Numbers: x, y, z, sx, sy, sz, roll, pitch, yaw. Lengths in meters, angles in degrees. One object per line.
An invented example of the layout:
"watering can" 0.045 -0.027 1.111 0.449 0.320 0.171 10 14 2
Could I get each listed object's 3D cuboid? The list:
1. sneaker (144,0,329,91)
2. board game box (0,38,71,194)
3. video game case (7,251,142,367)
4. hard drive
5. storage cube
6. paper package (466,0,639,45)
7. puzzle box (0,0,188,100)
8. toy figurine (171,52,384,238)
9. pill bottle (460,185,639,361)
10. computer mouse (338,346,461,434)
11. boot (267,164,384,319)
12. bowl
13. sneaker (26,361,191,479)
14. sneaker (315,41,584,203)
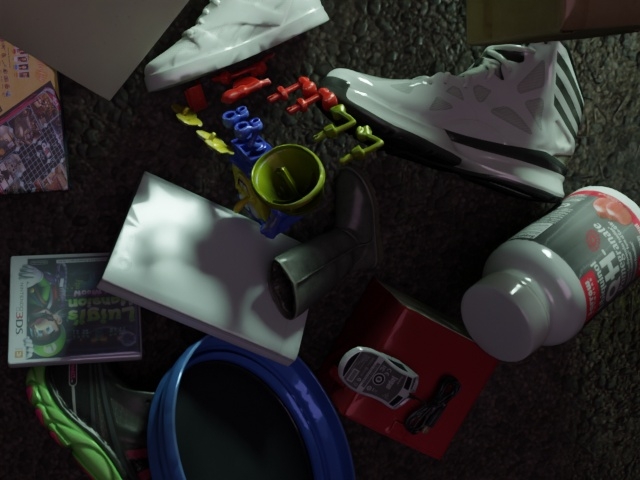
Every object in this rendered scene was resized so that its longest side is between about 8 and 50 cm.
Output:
"sneaker" -0.149 -0.339 1.310 0.293 0.108 0.169 -28 105 -15
"board game box" -0.457 -0.188 1.303 0.165 0.042 0.243 -4 103 -11
"video game case" -0.365 0.100 1.345 0.190 0.022 0.173 -2 65 -12
"hard drive" -0.158 0.042 1.358 0.308 0.040 0.203 25 53 -17
"storage cube" 0.135 0.200 1.442 0.215 0.183 0.193 29 94 -16
"paper package" 0.317 -0.427 1.177 0.168 0.309 0.324 -7 101 -13
"puzzle box" -0.273 -0.402 1.163 0.272 0.052 0.409 31 116 -32
"toy figurine" -0.048 -0.091 1.303 0.191 0.362 0.217 -30 133 -17
"pill bottle" 0.365 0.054 1.400 0.318 0.176 0.176 -32 109 -34
"computer mouse" 0.106 0.207 1.323 0.193 0.042 0.106 33 98 -20
"boot" 0.001 -0.001 1.380 0.208 0.076 0.189 -22 103 -34
"bowl" -0.097 0.322 1.338 0.077 0.391 0.391 -29 110 30
"sneaker" -0.229 0.322 1.352 0.202 0.185 0.483 -43 90 -12
"sneaker" 0.217 -0.239 1.397 0.448 0.169 0.257 18 89 -23
